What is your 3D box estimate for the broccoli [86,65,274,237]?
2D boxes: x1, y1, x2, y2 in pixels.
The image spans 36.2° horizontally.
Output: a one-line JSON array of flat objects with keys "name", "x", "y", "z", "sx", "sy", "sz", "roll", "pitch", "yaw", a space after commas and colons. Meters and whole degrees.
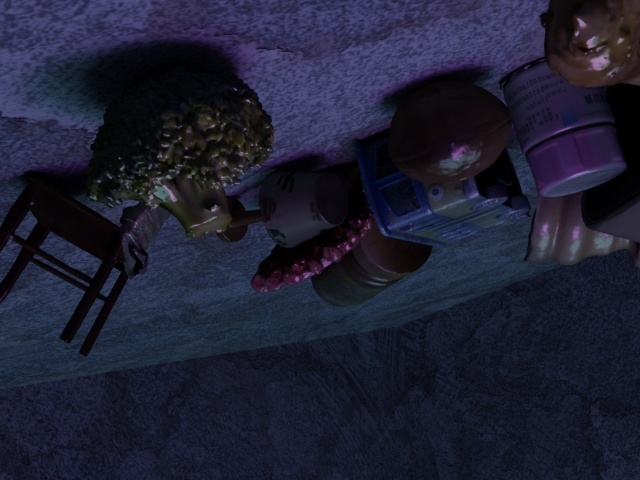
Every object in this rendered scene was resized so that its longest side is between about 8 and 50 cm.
[{"name": "broccoli", "x": -0.143, "y": -0.095, "z": 1.033, "sx": 0.198, "sy": 0.176, "sz": 0.226, "roll": -12, "pitch": 154, "yaw": 8}]

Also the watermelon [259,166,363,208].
[{"name": "watermelon", "x": -0.009, "y": -0.073, "z": 1.600, "sx": 0.245, "sy": 0.063, "sz": 0.119, "roll": -27, "pitch": -176, "yaw": 31}]

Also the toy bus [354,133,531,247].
[{"name": "toy bus", "x": 0.197, "y": -0.091, "z": 1.523, "sx": 0.190, "sy": 0.151, "sz": 0.312, "roll": -20, "pitch": 168, "yaw": 22}]

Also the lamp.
[{"name": "lamp", "x": -0.068, "y": -0.046, "z": 1.494, "sx": 0.215, "sy": 0.121, "sz": 0.121, "roll": -8, "pitch": 175, "yaw": 37}]

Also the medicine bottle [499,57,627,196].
[{"name": "medicine bottle", "x": 0.334, "y": -0.156, "z": 1.342, "sx": 0.135, "sy": 0.168, "sz": 0.135, "roll": -14, "pitch": 169, "yaw": -3}]

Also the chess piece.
[{"name": "chess piece", "x": 0.512, "y": -0.025, "z": 1.593, "sx": 0.331, "sy": 0.182, "sz": 0.182, "roll": 10, "pitch": 173, "yaw": 11}]

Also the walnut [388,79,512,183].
[{"name": "walnut", "x": 0.169, "y": -0.142, "z": 1.290, "sx": 0.162, "sy": 0.140, "sz": 0.140, "roll": -31, "pitch": 163, "yaw": 20}]

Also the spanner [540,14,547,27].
[{"name": "spanner", "x": 0.366, "y": -0.271, "z": 1.219, "sx": 0.255, "sy": 0.015, "sz": 0.054, "roll": -5, "pitch": 164, "yaw": -39}]

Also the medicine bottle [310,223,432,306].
[{"name": "medicine bottle", "x": 0.093, "y": 0.033, "z": 1.970, "sx": 0.151, "sy": 0.151, "sz": 0.322, "roll": -10, "pitch": 168, "yaw": -22}]

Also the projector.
[{"name": "projector", "x": 0.544, "y": -0.118, "z": 1.387, "sx": 0.249, "sy": 0.248, "sz": 0.248, "roll": 15, "pitch": 162, "yaw": -7}]

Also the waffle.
[{"name": "waffle", "x": 0.000, "y": 0.000, "z": 1.556, "sx": 0.234, "sy": 0.055, "sz": 0.221, "roll": -26, "pitch": -161, "yaw": 40}]

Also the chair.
[{"name": "chair", "x": -0.289, "y": -0.027, "z": 1.280, "sx": 0.186, "sy": 0.319, "sz": 0.160, "roll": 29, "pitch": 165, "yaw": 4}]

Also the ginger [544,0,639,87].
[{"name": "ginger", "x": 0.315, "y": -0.227, "z": 1.030, "sx": 0.267, "sy": 0.137, "sz": 0.152, "roll": 0, "pitch": -156, "yaw": -42}]
